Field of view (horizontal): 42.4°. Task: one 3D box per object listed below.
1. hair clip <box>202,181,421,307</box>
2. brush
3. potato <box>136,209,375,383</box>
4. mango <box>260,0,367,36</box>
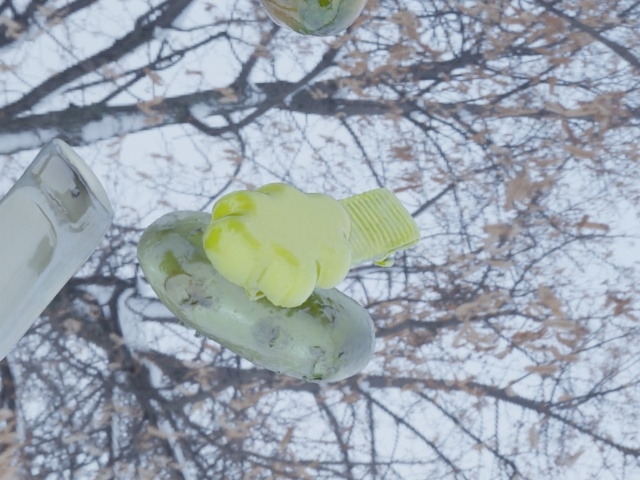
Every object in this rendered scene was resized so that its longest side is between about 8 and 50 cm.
[{"bbox_3d":[0.000,0.000,0.470,0.046,0.173,0.072,-47,-112,26],"label":"hair clip"},{"bbox_3d":[-0.215,0.069,0.495,0.321,0.050,0.060,-45,-106,25],"label":"brush"},{"bbox_3d":[-0.049,0.040,0.574,0.188,0.105,0.085,27,-75,8],"label":"potato"},{"bbox_3d":[-0.004,-0.331,1.033,0.151,0.120,0.221,-60,-149,9],"label":"mango"}]
